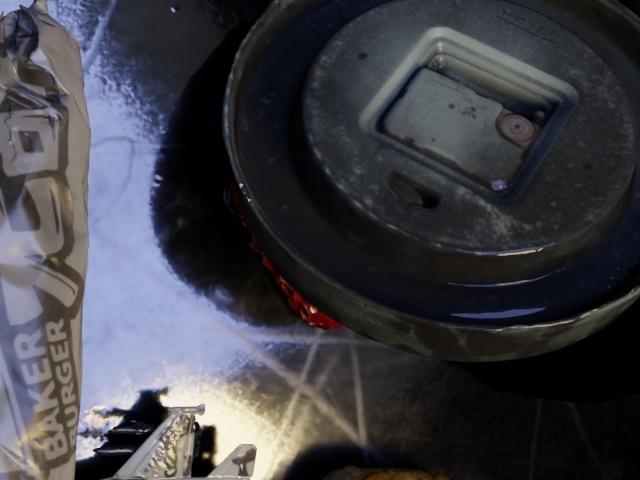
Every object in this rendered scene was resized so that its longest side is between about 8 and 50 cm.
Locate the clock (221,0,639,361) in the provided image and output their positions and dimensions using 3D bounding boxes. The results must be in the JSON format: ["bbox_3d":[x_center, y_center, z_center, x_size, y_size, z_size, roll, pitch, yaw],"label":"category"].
[{"bbox_3d":[0.114,-0.084,0.696,0.386,0.076,0.386,1,58,-2],"label":"clock"}]

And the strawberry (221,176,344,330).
[{"bbox_3d":[0.000,0.000,0.749,0.188,0.082,0.121,42,75,-21],"label":"strawberry"}]

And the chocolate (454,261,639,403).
[{"bbox_3d":[0.238,0.026,0.817,0.206,0.224,0.177,35,51,-20],"label":"chocolate"}]

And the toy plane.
[{"bbox_3d":[-0.149,0.204,0.680,0.234,0.082,0.160,6,96,-11],"label":"toy plane"}]

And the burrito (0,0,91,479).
[{"bbox_3d":[-0.233,0.016,0.607,0.139,0.101,0.445,2,81,0],"label":"burrito"}]

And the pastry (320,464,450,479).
[{"bbox_3d":[0.059,0.292,0.751,0.192,0.093,0.182,9,79,-24],"label":"pastry"}]
